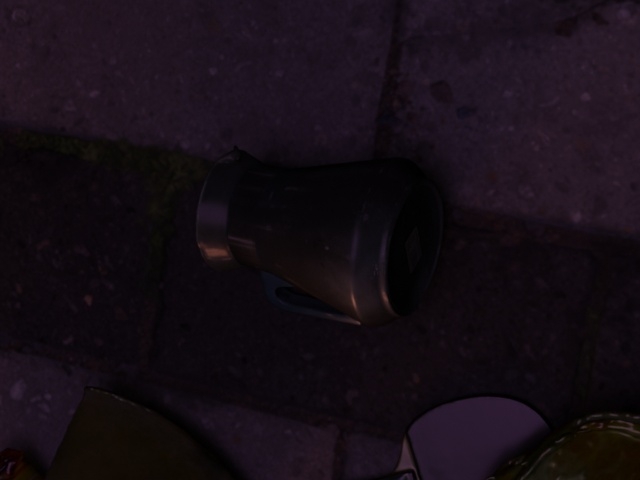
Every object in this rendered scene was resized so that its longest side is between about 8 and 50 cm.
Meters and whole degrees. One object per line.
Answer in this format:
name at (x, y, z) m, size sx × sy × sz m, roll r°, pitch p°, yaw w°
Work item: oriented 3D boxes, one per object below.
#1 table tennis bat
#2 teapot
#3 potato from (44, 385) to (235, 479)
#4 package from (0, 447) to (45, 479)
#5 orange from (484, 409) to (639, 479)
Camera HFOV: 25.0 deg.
table tennis bat at (0.126, 0.251, 1.530) m, size 0.274 × 0.021 × 0.154 m, roll -16°, pitch 90°, yaw 21°
teapot at (0.000, 0.000, 1.487) m, size 0.225 × 0.171 × 0.203 m, roll 12°, pitch 131°, yaw 27°
potato at (-0.194, 0.333, 1.592) m, size 0.255 × 0.112 × 0.269 m, roll 21°, pitch 62°, yaw -1°
package at (-0.327, 0.410, 1.681) m, size 0.288 × 0.108 × 0.223 m, roll 39°, pitch 94°, yaw 21°
orange at (0.258, 0.319, 1.385) m, size 0.334 × 0.196 × 0.262 m, roll -43°, pitch 76°, yaw 12°
